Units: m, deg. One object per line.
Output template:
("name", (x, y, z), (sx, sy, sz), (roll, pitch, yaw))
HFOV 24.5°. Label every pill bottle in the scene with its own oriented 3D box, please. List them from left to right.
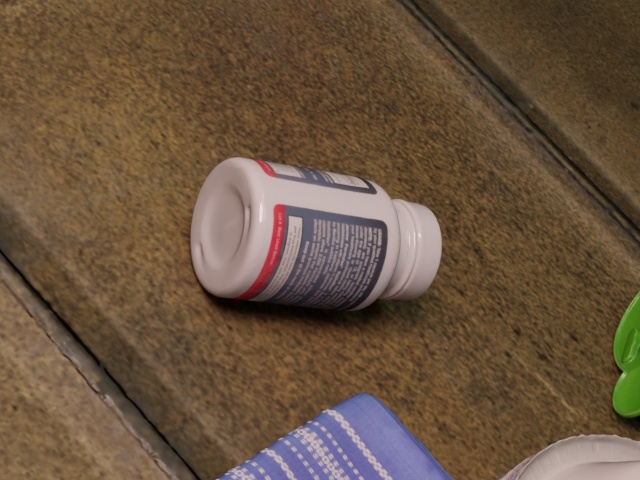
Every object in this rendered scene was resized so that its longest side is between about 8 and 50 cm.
("pill bottle", (0.000, 0.000, 1.148), (0.180, 0.108, 0.108), (9, 47, -32))

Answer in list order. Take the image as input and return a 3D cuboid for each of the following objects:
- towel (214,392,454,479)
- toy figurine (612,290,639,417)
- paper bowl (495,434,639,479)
("towel", (0.012, 0.244, 0.967), (0.243, 0.040, 0.336), (48, 39, 14))
("toy figurine", (0.358, 0.126, 1.320), (0.159, 0.130, 0.173), (37, 59, -17))
("paper bowl", (0.220, 0.260, 0.969), (0.284, 0.148, 0.284), (21, 46, -24))
